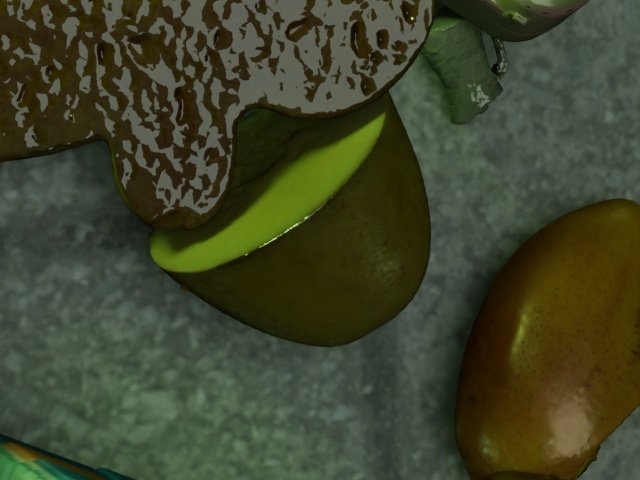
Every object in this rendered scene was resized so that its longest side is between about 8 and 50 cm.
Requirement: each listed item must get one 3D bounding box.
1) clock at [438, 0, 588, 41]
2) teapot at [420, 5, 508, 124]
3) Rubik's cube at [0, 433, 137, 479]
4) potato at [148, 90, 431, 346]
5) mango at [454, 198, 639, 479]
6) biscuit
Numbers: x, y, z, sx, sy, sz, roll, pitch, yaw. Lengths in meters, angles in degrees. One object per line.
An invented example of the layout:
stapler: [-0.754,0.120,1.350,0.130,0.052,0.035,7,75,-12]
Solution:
clock: [0.121,-0.330,1.373,0.284,0.114,0.309,32,75,-7]
teapot: [0.109,-0.134,1.427,0.067,0.057,0.083,-26,107,-13]
Rubik's cube: [-0.128,0.313,1.235,0.291,0.290,0.291,23,84,-19]
potato: [0.000,0.000,1.346,0.158,0.178,0.203,57,50,-28]
mango: [0.191,0.079,1.424,0.154,0.126,0.252,26,74,2]
biscuit: [-0.136,-0.145,1.292,0.432,0.064,0.283,-7,95,-2]
